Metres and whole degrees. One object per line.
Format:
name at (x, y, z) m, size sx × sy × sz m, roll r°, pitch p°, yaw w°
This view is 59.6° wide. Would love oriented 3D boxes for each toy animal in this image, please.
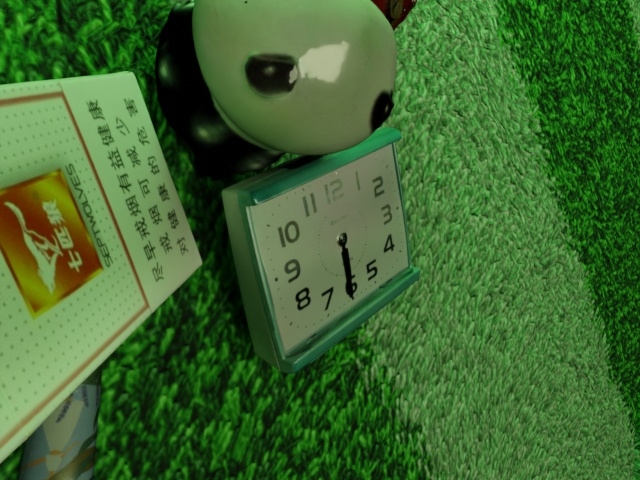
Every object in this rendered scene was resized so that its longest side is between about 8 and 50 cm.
toy animal at (-0.048, -0.184, 0.579) m, size 0.212 × 0.266 × 0.213 m, roll 3°, pitch 85°, yaw -40°

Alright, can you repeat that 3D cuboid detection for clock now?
clock at (0.000, 0.000, 0.707) m, size 0.262 × 0.116 × 0.231 m, roll -31°, pitch 119°, yaw -40°

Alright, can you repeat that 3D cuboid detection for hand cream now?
hand cream at (-0.252, 0.202, 0.544) m, size 0.088 × 0.055 × 0.256 m, roll 7°, pitch 93°, yaw -39°

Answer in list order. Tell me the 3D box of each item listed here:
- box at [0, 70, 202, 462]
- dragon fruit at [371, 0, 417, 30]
box at (-0.220, -0.007, 0.423) m, size 0.330 × 0.095 × 0.211 m, roll -65°, pitch 140°, yaw -68°
dragon fruit at (0.069, -0.372, 0.757) m, size 0.218 × 0.148 × 0.224 m, roll 7°, pitch 86°, yaw -42°
